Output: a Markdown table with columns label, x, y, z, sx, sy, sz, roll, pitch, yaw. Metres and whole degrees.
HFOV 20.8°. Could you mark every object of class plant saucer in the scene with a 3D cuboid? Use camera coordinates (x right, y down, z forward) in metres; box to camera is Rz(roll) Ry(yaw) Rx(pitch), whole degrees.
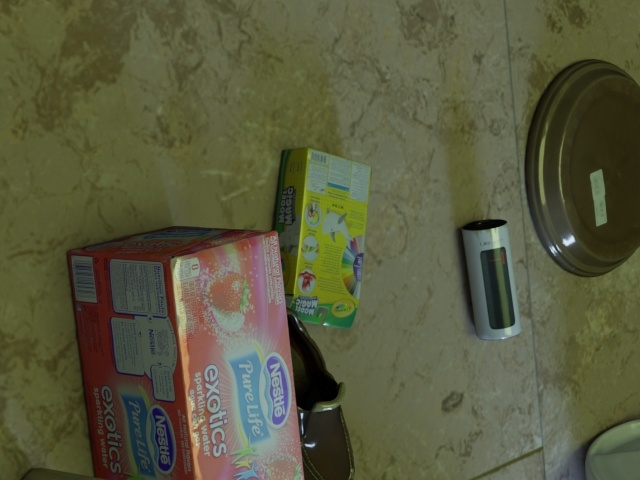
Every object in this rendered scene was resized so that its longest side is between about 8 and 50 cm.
| label | x | y | z | sx | sy | sz | roll | pitch | yaw |
| --- | --- | --- | --- | --- | --- | --- | --- | --- | --- |
| plant saucer | 0.358 | -0.091 | 2.207 | 0.278 | 0.041 | 0.278 | -5 | 97 | -46 |

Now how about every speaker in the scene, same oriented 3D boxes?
| label | x | y | z | sx | sy | sz | roll | pitch | yaw |
| --- | --- | --- | --- | --- | --- | --- | --- | --- | --- |
| speaker | 0.201 | 0.044 | 2.041 | 0.055 | 0.055 | 0.136 | -20 | 107 | -43 |

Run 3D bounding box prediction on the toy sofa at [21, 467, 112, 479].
| label | x | y | z | sx | sy | sz | roll | pitch | yaw |
| --- | --- | --- | --- | --- | --- | --- | --- | --- | --- |
| toy sofa | -0.194 | 0.397 | 1.587 | 0.177 | 0.150 | 0.362 | -46 | 123 | -36 |

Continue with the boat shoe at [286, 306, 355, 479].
| label | x | y | z | sx | sy | sz | roll | pitch | yaw |
| --- | --- | --- | --- | --- | --- | --- | --- | --- | --- |
| boat shoe | -0.018 | 0.169 | 1.792 | 0.095 | 0.095 | 0.257 | -49 | 125 | -32 |

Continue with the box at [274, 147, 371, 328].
| label | x | y | z | sx | sy | sz | roll | pitch | yaw |
| --- | --- | --- | --- | --- | --- | --- | --- | --- | --- |
| box | 0.000 | 0.000 | 1.835 | 0.105 | 0.043 | 0.179 | 14 | 77 | -45 |

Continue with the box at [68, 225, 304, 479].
| label | x | y | z | sx | sy | sz | roll | pitch | yaw |
| --- | --- | --- | --- | --- | --- | --- | --- | --- | --- |
| box | -0.122 | 0.144 | 1.644 | 0.142 | 0.154 | 0.300 | -15 | 102 | -44 |

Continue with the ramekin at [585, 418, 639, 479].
| label | x | y | z | sx | sy | sz | roll | pitch | yaw |
| --- | --- | --- | --- | --- | --- | --- | --- | --- | --- |
| ramekin | 0.467 | 0.335 | 2.194 | 0.273 | 0.273 | 0.127 | -24 | 121 | -43 |
